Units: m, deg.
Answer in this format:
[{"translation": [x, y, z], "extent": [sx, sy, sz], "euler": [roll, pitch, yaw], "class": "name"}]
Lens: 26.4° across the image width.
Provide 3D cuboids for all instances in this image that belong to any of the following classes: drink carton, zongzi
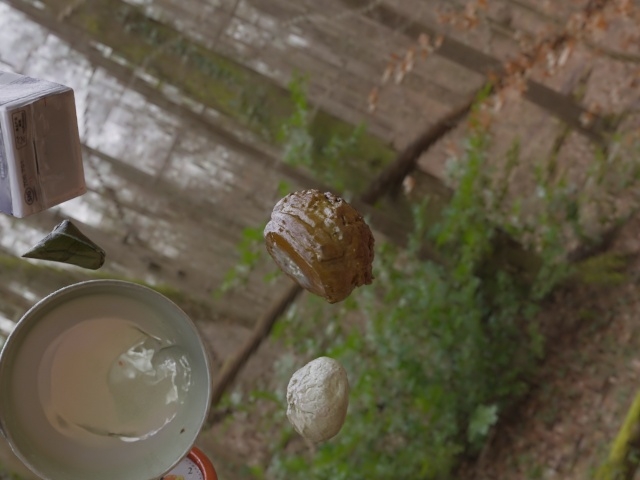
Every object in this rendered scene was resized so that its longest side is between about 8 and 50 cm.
[{"translation": [-0.388, -0.123, 1.603], "extent": [0.102, 0.222, 0.134], "euler": [-29, -56, -42], "class": "drink carton"}, {"translation": [-0.433, 0.028, 2.316], "extent": [0.113, 0.104, 0.052], "euler": [-41, -19, -43], "class": "zongzi"}]

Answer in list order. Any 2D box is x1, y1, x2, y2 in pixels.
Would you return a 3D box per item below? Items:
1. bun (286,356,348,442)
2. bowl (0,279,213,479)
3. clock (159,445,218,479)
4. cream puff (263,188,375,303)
[{"translation": [-0.008, 0.211, 1.823], "extent": [0.115, 0.069, 0.115], "euler": [-172, 90, -70], "class": "bun"}, {"translation": [-0.285, 0.184, 1.783], "extent": [0.277, 0.277, 0.145], "euler": [-65, 11, -3], "class": "bowl"}, {"translation": [-0.274, 0.417, 2.289], "extent": [0.205, 0.205, 0.051], "euler": [-65, -15, -45], "class": "clock"}, {"translation": [0.003, 0.000, 1.560], "extent": [0.103, 0.144, 0.126], "euler": [-42, -49, -19], "class": "cream puff"}]
